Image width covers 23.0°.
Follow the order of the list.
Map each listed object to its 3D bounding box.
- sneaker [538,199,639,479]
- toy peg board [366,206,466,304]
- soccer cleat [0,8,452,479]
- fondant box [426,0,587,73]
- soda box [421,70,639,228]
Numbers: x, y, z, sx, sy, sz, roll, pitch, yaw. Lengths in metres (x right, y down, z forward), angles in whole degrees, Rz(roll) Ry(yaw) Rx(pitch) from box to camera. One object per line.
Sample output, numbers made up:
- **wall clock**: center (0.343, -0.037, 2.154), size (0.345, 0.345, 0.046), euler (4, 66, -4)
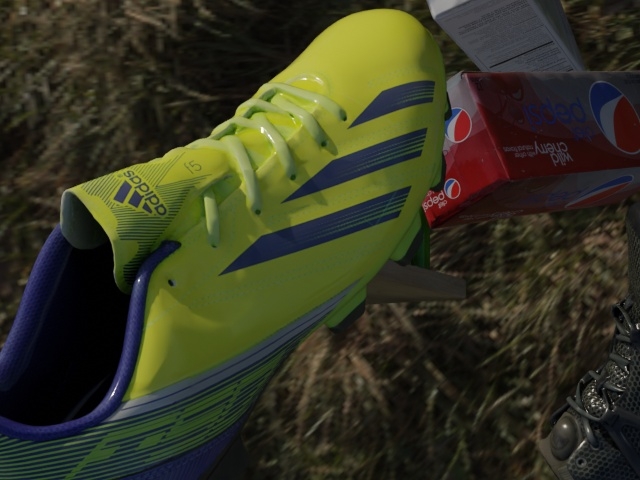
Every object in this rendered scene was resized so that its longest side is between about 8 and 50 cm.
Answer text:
- **sneaker**: center (0.197, 0.086, 0.995), size (0.130, 0.087, 0.227), euler (-13, 113, 2)
- **toy peg board**: center (0.000, 0.000, 1.158), size (0.161, 0.161, 0.079), euler (-5, 78, 34)
- **soccer cleat**: center (-0.041, -0.004, 0.635), size (0.093, 0.289, 0.121), euler (6, 143, 47)
- **fondant box**: center (0.167, -0.297, 1.631), size (0.096, 0.330, 0.238), euler (-22, 73, 14)
- **soda box**: center (0.176, -0.074, 1.222), size (0.083, 0.263, 0.092), euler (-33, 73, 40)
